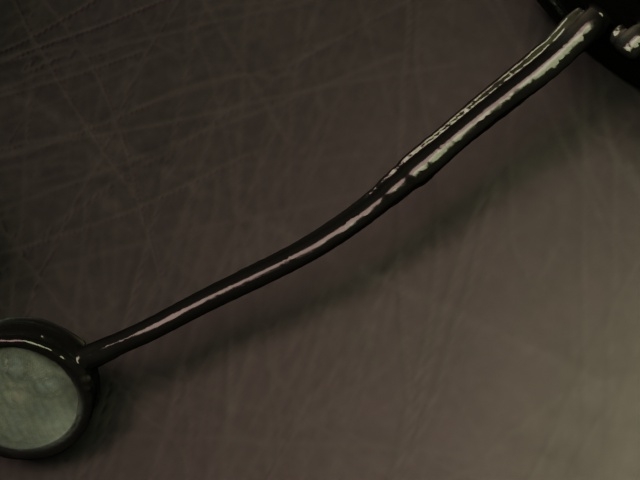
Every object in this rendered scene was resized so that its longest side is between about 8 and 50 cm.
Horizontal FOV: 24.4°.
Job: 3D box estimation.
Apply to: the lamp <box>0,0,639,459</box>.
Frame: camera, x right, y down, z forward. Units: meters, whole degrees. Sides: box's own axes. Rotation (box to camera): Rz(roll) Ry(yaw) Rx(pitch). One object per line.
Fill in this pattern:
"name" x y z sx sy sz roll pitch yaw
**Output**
"lamp" 0.000 -0.019 0.676 0.371 0.130 0.108 -37 22 15
